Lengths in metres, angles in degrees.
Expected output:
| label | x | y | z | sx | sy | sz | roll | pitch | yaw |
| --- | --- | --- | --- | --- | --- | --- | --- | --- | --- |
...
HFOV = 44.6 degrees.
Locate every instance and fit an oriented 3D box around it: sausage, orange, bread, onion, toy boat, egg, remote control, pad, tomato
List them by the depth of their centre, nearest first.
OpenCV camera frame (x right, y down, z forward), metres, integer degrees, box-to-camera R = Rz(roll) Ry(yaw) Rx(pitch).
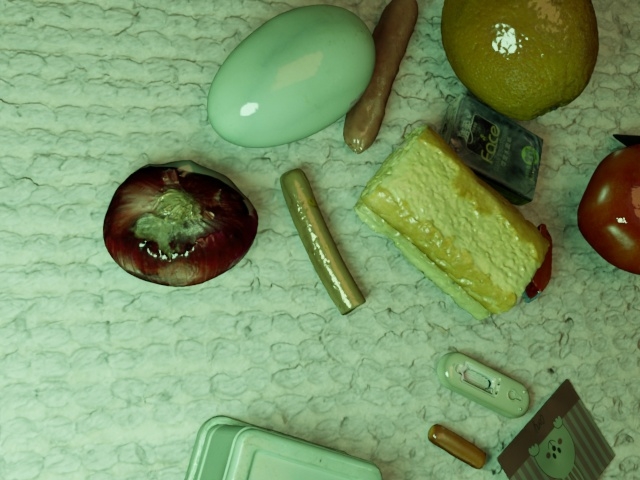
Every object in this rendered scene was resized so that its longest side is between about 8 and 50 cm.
| label | x | y | z | sx | sy | sz | roll | pitch | yaw |
| --- | --- | --- | --- | --- | --- | --- | --- | --- | --- |
| onion | -0.247 | -0.011 | 1.363 | 0.272 | 0.195 | 0.272 | 8 | 38 | -6 |
| egg | -0.054 | -0.308 | 1.486 | 0.371 | 0.230 | 0.230 | -38 | 92 | -21 |
| sausage | -0.002 | 0.001 | 1.511 | 0.066 | 0.066 | 0.301 | -22 | 84 | -27 |
| sausage | 0.265 | 0.402 | 1.527 | 0.131 | 0.041 | 0.039 | 34 | 70 | -11 |
| bread | 0.270 | -0.041 | 1.586 | 0.375 | 0.165 | 0.236 | 40 | 65 | -8 |
| remote control | 0.336 | 0.294 | 1.588 | 0.221 | 0.042 | 0.078 | 27 | 65 | -14 |
| pad | 0.491 | 0.445 | 1.601 | 0.300 | 0.005 | 0.202 | -31 | 89 | -39 |
| sausage | 0.130 | -0.370 | 1.665 | 0.088 | 0.088 | 0.433 | 26 | 65 | -15 |
| orange | 0.436 | -0.442 | 1.697 | 0.322 | 0.322 | 0.357 | -28 | 97 | -27 |
| toy boat | 0.467 | 0.050 | 1.708 | 0.069 | 0.059 | 0.173 | 9 | 79 | -21 |
| tomato | 0.712 | -0.067 | 1.753 | 0.299 | 0.226 | 0.298 | 4 | 79 | -19 |
| pad | 0.881 | -0.185 | 1.848 | 0.323 | 0.250 | 0.055 | 13 | 97 | -11 |

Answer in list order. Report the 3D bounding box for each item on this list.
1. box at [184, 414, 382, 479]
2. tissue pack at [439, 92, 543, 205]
| label | x | y | z | sx | sy | sz | roll | pitch | yaw |
| --- | --- | --- | --- | --- | --- | --- | --- | --- | --- |
| box | -0.052 | 0.409 | 1.308 | 0.312 | 0.182 | 0.175 | 22 | 68 | -18 |
| tissue pack | 0.376 | -0.200 | 1.729 | 0.235 | 0.073 | 0.173 | 26 | 65 | -15 |
